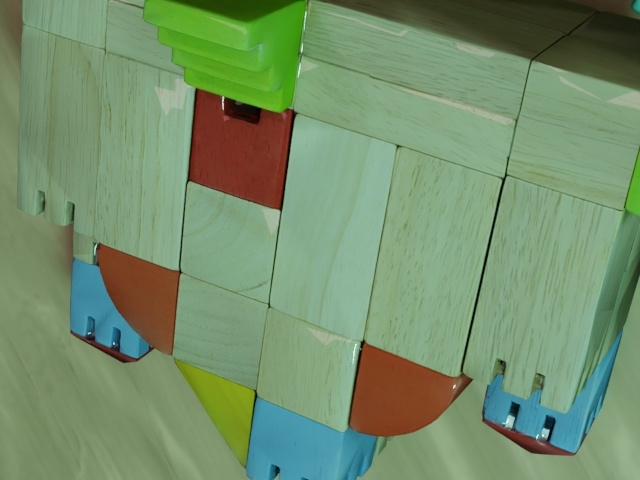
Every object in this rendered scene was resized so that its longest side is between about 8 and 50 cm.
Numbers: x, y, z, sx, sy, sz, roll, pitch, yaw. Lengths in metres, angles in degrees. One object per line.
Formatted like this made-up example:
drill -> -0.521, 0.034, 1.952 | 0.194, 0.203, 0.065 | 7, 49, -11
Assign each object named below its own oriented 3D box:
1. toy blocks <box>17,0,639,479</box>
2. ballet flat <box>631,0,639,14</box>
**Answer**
toy blocks -> 0.000, 0.000, 0.599 | 0.381, 0.191, 0.261 | 19, 119, 21
ballet flat -> 0.260, -0.188, 0.450 | 0.124, 0.116, 0.342 | 35, 97, 0
